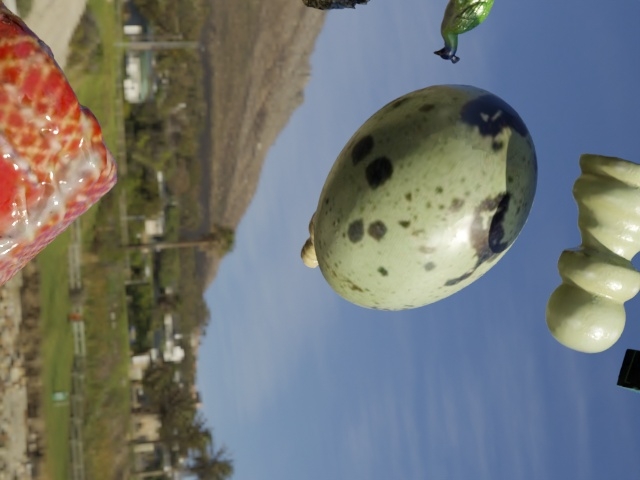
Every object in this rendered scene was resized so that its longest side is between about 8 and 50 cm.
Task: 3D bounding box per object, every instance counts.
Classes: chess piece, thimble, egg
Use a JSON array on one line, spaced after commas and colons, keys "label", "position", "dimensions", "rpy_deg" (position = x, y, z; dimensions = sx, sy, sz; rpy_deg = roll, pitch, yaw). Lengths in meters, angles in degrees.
[{"label": "chess piece", "position": [0.000, 0.000, 1.711], "dimensions": [0.122, 0.066, 0.066], "rpy_deg": [117, -34, -55]}, {"label": "thimble", "position": [-0.416, -0.128, 1.160], "dimensions": [0.350, 0.230, 0.350], "rpy_deg": [44, -15, 15]}, {"label": "egg", "position": [0.149, -0.060, 1.460], "dimensions": [0.379, 0.288, 0.287], "rpy_deg": [-39, -136, 22]}, {"label": "chess piece", "position": [0.371, 0.024, 1.290], "dimensions": [0.144, 0.144, 0.251], "rpy_deg": [-153, -99, -73]}]

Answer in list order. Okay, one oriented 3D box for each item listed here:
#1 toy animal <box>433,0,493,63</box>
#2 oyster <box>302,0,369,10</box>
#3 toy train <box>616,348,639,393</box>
[{"label": "toy animal", "position": [0.178, -0.305, 1.137], "dimensions": [0.041, 0.075, 0.217], "rpy_deg": [-98, -149, -52]}, {"label": "oyster", "position": [0.019, -0.403, 1.606], "dimensions": [0.148, 0.103, 0.051], "rpy_deg": [13, -92, 60]}, {"label": "toy train", "position": [0.388, 0.146, 0.980], "dimensions": [0.209, 0.042, 0.044], "rpy_deg": [4, -106, 65]}]
